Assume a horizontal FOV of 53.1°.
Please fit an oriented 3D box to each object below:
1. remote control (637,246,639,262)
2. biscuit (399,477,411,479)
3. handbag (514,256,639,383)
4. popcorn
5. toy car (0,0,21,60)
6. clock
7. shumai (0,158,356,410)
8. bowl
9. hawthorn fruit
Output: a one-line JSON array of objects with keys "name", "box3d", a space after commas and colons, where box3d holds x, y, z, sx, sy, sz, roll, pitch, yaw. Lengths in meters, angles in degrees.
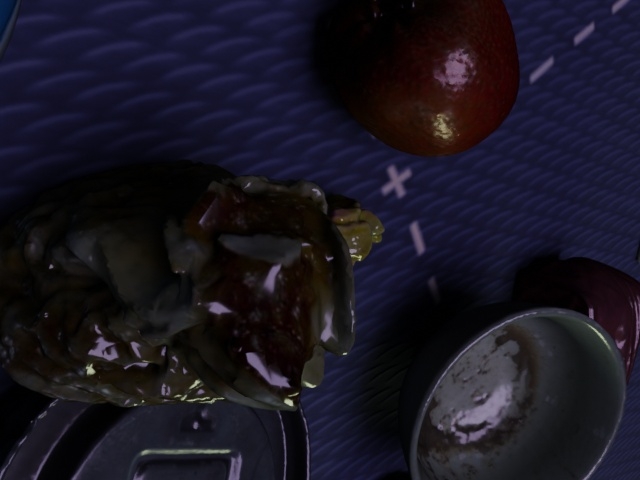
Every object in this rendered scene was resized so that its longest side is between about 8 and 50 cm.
[{"name": "remote control", "box3d": [0.606, -0.091, 1.063, 0.102, 0.055, 0.277, -11, 115, -36]}, {"name": "biscuit", "box3d": [0.094, 0.408, 0.870, 0.192, 0.049, 0.192, -10, 111, -29]}, {"name": "handbag", "box3d": [0.352, 0.139, 0.898, 0.135, 0.146, 0.225, -12, 113, -31]}, {"name": "popcorn", "box3d": [-0.001, 0.002, 0.607, 0.109, 0.089, 0.097, -36, 162, -11]}, {"name": "toy car", "box3d": [-0.258, -0.092, 0.296, 0.255, 0.188, 0.190, -36, 135, -25]}, {"name": "clock", "box3d": [-0.136, 0.226, 0.541, 0.318, 0.066, 0.319, -4, 95, -47]}, {"name": "shumai", "box3d": [-0.073, 0.017, 0.428, 0.255, 0.218, 0.189, 2, 78, -37]}, {"name": "bowl", "box3d": [0.209, 0.191, 0.786, 0.289, 0.146, 0.289, -6, 109, -17]}, {"name": "hawthorn fruit", "box3d": [0.100, -0.148, 0.573, 0.169, 0.169, 0.188, -55, 134, -7]}]
